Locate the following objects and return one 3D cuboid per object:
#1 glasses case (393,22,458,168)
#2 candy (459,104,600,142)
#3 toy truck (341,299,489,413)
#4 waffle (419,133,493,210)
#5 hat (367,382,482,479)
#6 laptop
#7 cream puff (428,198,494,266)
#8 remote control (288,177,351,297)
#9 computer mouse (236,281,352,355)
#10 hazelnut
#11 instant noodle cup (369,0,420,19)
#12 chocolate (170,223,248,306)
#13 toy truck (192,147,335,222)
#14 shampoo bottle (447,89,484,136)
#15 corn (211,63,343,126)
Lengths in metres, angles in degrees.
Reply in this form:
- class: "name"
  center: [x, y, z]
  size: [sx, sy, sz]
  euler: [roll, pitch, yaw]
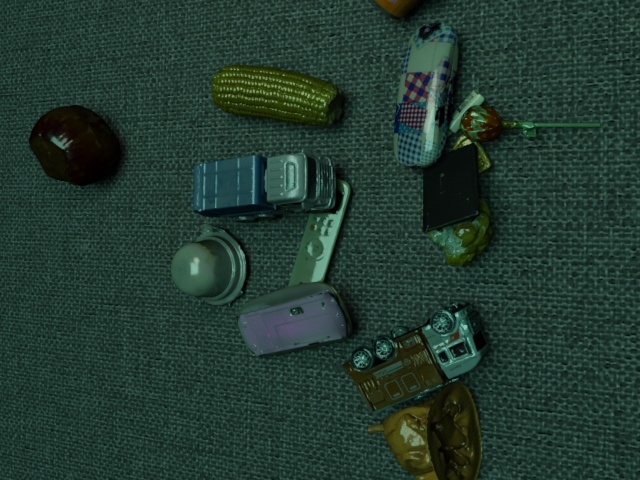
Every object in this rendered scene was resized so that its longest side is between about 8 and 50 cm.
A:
- class: "glasses case"
  center: [0.234, -0.323, 1.647]
  size: [0.125, 0.076, 0.327]
  euler: [6, 87, 45]
- class: "candy"
  center: [0.440, -0.246, 1.559]
  size: [0.288, 0.084, 0.078]
  euler: [1, 126, 10]
- class: "toy truck"
  center: [0.217, 0.257, 1.610]
  size: [0.305, 0.136, 0.162]
  euler: [-29, 83, 24]
- class: "waffle"
  center: [0.279, -0.165, 1.652]
  size: [0.191, 0.032, 0.125]
  euler: [-29, 77, 20]
- class: "hat"
  center: [0.191, 0.419, 1.588]
  size: [0.233, 0.244, 0.233]
  euler: [-5, 78, 39]
- class: "laptop"
  center: [0.275, -0.114, 1.576]
  size: [0.135, 0.016, 0.197]
  euler: [-20, 47, 31]
- class: "cream puff"
  center: [0.306, -0.020, 1.595]
  size: [0.156, 0.121, 0.156]
  euler: [48, 150, 40]
- class: "remote control"
  center: [0.001, 0.000, 1.774]
  size: [0.090, 0.038, 0.309]
  euler: [20, 96, 24]
- class: "computer mouse"
  center: [-0.062, 0.192, 1.757]
  size: [0.310, 0.072, 0.158]
  euler: [-17, 101, 31]
- class: "hazelnut"
  center: [-0.676, -0.260, 2.033]
  size: [0.234, 0.218, 0.218]
  euler: [45, 107, 0]
- class: "instant noodle cup"
  center: [0.173, -0.582, 1.660]
  size: [0.125, 0.178, 0.208]
  euler: [-47, 38, 33]
- class: "chocolate"
  center: [-0.297, 0.064, 1.853]
  size: [0.221, 0.147, 0.221]
  euler: [-3, 83, 27]
- class: "toy truck"
  center: [-0.147, -0.125, 1.763]
  size: [0.367, 0.175, 0.146]
  euler: [-6, 83, 33]
- class: "shampoo bottle"
  center: [0.309, -0.272, 1.639]
  size: [0.034, 0.049, 0.141]
  euler: [32, 111, -22]
- class: "corn"
  center: [-0.105, -0.353, 1.794]
  size: [0.345, 0.131, 0.131]
  euler: [14, 94, 23]
